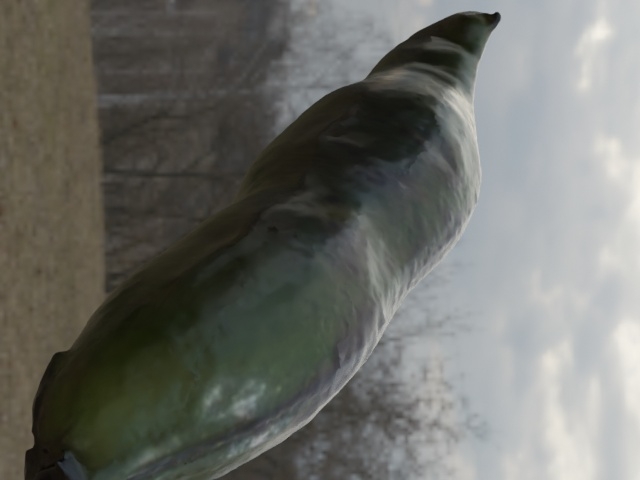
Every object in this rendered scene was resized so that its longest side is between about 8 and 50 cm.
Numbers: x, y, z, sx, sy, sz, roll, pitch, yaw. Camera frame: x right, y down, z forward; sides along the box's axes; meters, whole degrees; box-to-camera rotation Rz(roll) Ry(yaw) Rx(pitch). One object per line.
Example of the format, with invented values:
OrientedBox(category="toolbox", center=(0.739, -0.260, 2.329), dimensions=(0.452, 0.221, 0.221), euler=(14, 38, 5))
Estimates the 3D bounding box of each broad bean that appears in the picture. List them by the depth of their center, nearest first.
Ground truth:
OrientedBox(category="broad bean", center=(0.000, 0.000, 0.440), dimensions=(0.339, 0.077, 0.061), euler=(-47, 135, -50))
